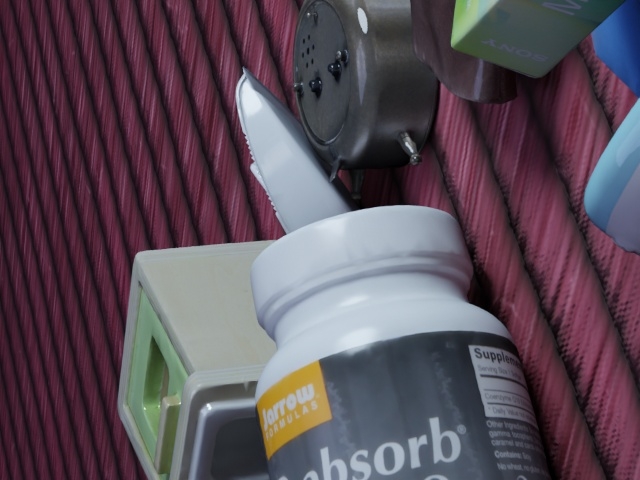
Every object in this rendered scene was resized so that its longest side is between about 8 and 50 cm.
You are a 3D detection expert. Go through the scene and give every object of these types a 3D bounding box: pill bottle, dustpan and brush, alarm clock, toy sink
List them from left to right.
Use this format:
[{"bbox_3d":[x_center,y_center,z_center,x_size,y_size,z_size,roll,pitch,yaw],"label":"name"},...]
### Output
[{"bbox_3d":[-0.057,0.128,1.447,0.234,0.131,0.153,-123,35,-49],"label":"toy sink"},{"bbox_3d":[0.000,0.000,1.331,0.211,0.060,0.147,57,-173,22],"label":"dustpan and brush"},{"bbox_3d":[0.022,-0.130,1.304,0.129,0.064,0.192,149,118,-66],"label":"alarm clock"},{"bbox_3d":[0.050,0.132,1.147,0.162,0.162,0.278,127,134,-58],"label":"pill bottle"}]

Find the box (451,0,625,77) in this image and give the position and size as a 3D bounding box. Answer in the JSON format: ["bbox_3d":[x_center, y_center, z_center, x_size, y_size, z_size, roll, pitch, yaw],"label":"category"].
[{"bbox_3d":[0.156,-0.238,0.858,0.322,0.058,0.232,133,151,-62],"label":"box"}]

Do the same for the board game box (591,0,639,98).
[{"bbox_3d":[0.175,-0.131,0.966,0.169,0.033,0.133,-120,29,-57],"label":"board game box"}]

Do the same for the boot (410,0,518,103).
[{"bbox_3d":[0.058,-0.208,1.160,0.248,0.090,0.207,-129,38,-59],"label":"boot"}]

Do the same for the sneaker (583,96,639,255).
[{"bbox_3d":[0.261,-0.075,0.677,0.208,0.127,0.319,40,109,11],"label":"sneaker"}]
